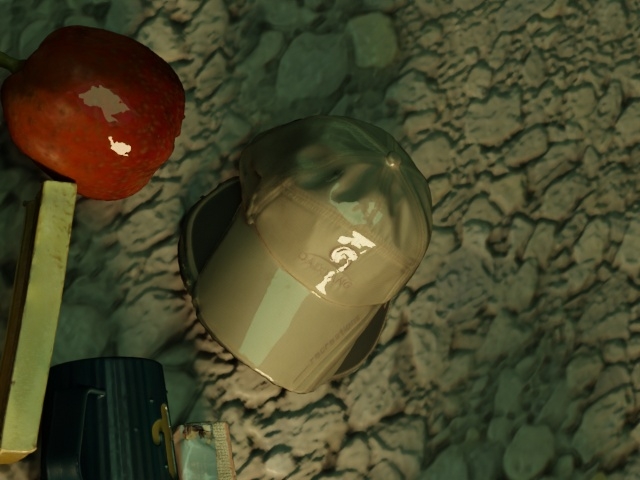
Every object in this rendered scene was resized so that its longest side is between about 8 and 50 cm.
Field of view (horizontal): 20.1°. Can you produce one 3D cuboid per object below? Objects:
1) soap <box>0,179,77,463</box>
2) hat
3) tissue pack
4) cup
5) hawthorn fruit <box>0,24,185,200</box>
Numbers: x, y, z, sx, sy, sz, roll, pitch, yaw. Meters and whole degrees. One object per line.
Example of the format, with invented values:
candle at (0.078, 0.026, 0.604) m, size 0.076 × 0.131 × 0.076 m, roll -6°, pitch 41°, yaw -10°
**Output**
soap at (-0.262, 0.076, 1.628) m, size 0.037 × 0.092 × 0.252 m, roll 11°, pitch 74°, yaw -17°
hat at (-0.005, 0.007, 1.727) m, size 0.232 × 0.161 × 0.275 m, roll 35°, pitch 70°, yaw -9°
tissue pack at (-0.112, 0.217, 1.675) m, size 0.058 × 0.074 × 0.094 m, roll -4°, pitch 77°, yaw -22°
cup at (-0.195, 0.184, 1.600) m, size 0.131 × 0.176 × 0.155 m, roll -9°, pitch 73°, yaw 11°
hawthorn fruit at (-0.257, -0.154, 1.649) m, size 0.285 × 0.165 × 0.165 m, roll 34°, pitch 67°, yaw -11°
